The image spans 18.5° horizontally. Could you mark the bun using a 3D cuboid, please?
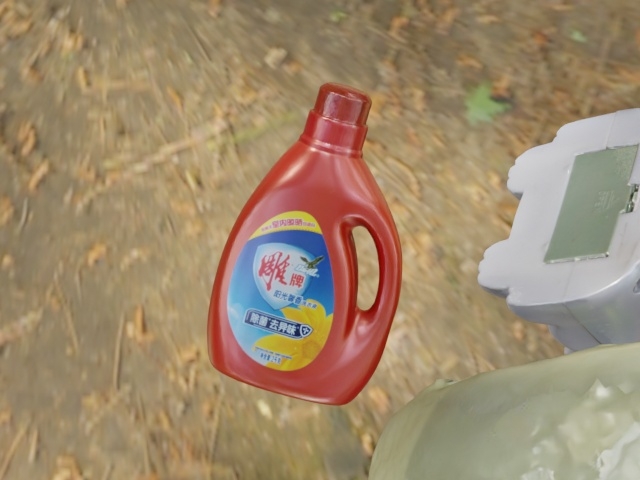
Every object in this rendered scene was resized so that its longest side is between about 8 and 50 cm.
[{"bbox_3d":[0.198,0.187,1.219,0.360,0.359,0.211,-4,73,-6],"label":"bun"}]

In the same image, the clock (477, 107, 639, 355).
[{"bbox_3d":[0.255,0.043,1.513,0.189,0.189,0.254,-39,130,1],"label":"clock"}]

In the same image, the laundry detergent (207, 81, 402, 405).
[{"bbox_3d":[0.000,0.000,1.037,0.097,0.049,0.165,16,101,2],"label":"laundry detergent"}]
